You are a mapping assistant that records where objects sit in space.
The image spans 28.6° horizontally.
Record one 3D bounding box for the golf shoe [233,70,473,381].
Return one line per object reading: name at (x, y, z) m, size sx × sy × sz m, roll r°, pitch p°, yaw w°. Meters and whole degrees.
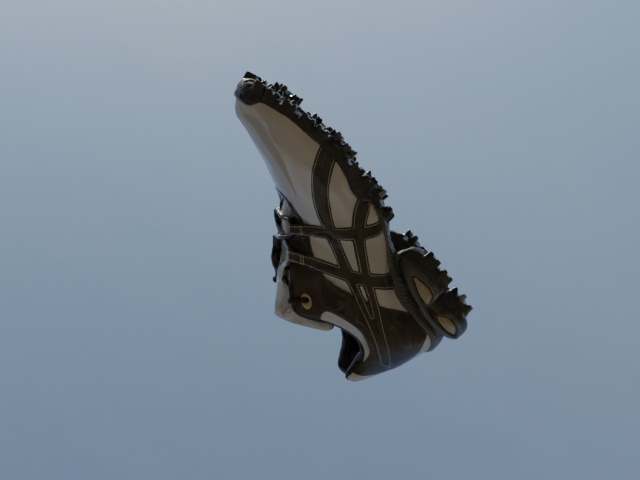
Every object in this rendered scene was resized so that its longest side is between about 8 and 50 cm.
golf shoe at (0.000, 0.000, 0.702) m, size 0.094 × 0.077 × 0.198 m, roll -37°, pitch -71°, yaw 1°
